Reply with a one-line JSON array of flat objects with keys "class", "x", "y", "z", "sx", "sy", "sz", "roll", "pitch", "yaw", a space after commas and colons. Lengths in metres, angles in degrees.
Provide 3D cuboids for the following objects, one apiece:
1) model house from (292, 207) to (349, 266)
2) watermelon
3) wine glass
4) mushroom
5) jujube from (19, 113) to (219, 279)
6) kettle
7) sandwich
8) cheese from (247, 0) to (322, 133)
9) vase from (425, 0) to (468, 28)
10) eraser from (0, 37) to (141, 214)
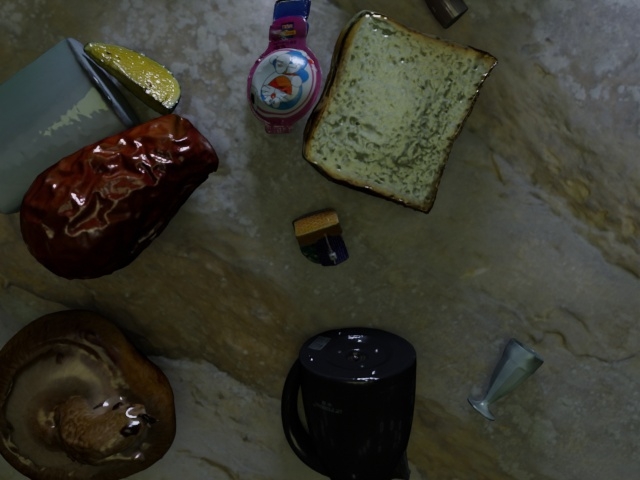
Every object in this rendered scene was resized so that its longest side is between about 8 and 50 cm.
[{"class": "model house", "x": 0.000, "y": 0.000, "z": 1.034, "sx": 0.087, "sy": 0.100, "sz": 0.101, "roll": -18, "pitch": 99, "yaw": 2}, {"class": "watermelon", "x": -0.310, "y": -0.293, "z": 0.997, "sx": 0.181, "sy": 0.092, "sz": 0.075, "roll": 36, "pitch": 83, "yaw": 3}, {"class": "wine glass", "x": 0.354, "y": 0.267, "z": 1.094, "sx": 0.073, "sy": 0.073, "sz": 0.155, "roll": 36, "pitch": 100, "yaw": -5}, {"class": "mushroom", "x": -0.428, "y": 0.288, "z": 0.996, "sx": 0.345, "sy": 0.259, "sz": 0.346, "roll": 0, "pitch": 98, "yaw": -1}, {"class": "jujube", "x": -0.337, "y": -0.082, "z": 0.962, "sx": 0.342, "sy": 0.216, "sz": 0.216, "roll": -33, "pitch": 97, "yaw": -3}, {"class": "kettle", "x": 0.044, "y": 0.327, "z": 1.056, "sx": 0.268, "sy": 0.207, "sz": 0.291, "roll": 7, "pitch": 110, "yaw": 28}, {"class": "sandwich", "x": 0.124, "y": -0.224, "z": 1.003, "sx": 0.271, "sy": 0.099, "sz": 0.301, "roll": 22, "pitch": 100, "yaw": 3}, {"class": "cheese", "x": -0.063, "y": -0.309, "z": 0.997, "sx": 0.155, "sy": 0.062, "sz": 0.244, "roll": 7, "pitch": 89, "yaw": 25}, {"class": "vase", "x": 0.209, "y": -0.429, "z": 0.995, "sx": 0.053, "sy": 0.053, "sz": 0.101, "roll": -40, "pitch": 93, "yaw": 5}, {"class": "eraser", "x": -0.492, "y": -0.200, "z": 1.001, "sx": 0.290, "sy": 0.104, "sz": 0.189, "roll": -32, "pitch": 101, "yaw": 5}]
